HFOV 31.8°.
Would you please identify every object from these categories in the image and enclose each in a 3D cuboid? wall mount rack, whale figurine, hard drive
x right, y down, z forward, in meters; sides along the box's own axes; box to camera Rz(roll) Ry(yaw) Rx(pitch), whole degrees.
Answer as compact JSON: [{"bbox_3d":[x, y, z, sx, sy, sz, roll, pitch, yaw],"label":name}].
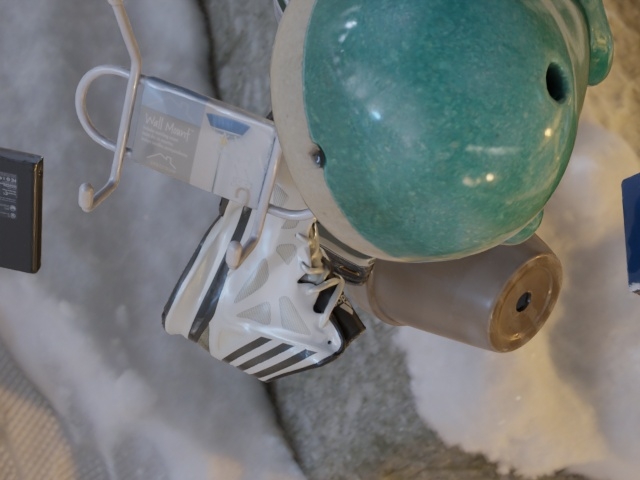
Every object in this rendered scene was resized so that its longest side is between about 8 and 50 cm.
[{"bbox_3d":[-0.148,-0.139,1.298,0.350,0.304,0.130,21,30,9],"label":"wall mount rack"},{"bbox_3d":[0.100,-0.098,0.625,0.272,0.141,0.216,-31,110,-38],"label":"whale figurine"},{"bbox_3d":[-0.338,-0.033,1.174,0.094,0.135,0.022,12,30,3],"label":"hard drive"}]

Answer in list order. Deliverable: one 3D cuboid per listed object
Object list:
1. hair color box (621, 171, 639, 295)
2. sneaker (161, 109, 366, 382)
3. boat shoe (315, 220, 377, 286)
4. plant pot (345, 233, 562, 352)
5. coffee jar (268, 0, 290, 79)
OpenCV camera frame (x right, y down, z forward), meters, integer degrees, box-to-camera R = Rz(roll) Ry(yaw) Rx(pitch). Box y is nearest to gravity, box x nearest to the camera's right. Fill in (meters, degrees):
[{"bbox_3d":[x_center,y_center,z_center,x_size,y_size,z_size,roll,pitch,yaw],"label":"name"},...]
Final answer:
[{"bbox_3d":[0.425,0.020,0.917,0.347,0.174,0.105,20,61,-32],"label":"hair color box"},{"bbox_3d":[-0.015,0.001,1.540,0.257,0.448,0.169,31,23,4],"label":"sneaker"},{"bbox_3d":[0.000,0.000,1.682,0.183,0.083,0.065,34,54,15],"label":"boat shoe"},{"bbox_3d":[0.248,0.043,1.928,0.323,0.323,0.280,-16,35,-39],"label":"plant pot"},{"bbox_3d":[0.012,-0.148,0.838,0.096,0.184,0.079,-25,77,-10],"label":"coffee jar"}]
